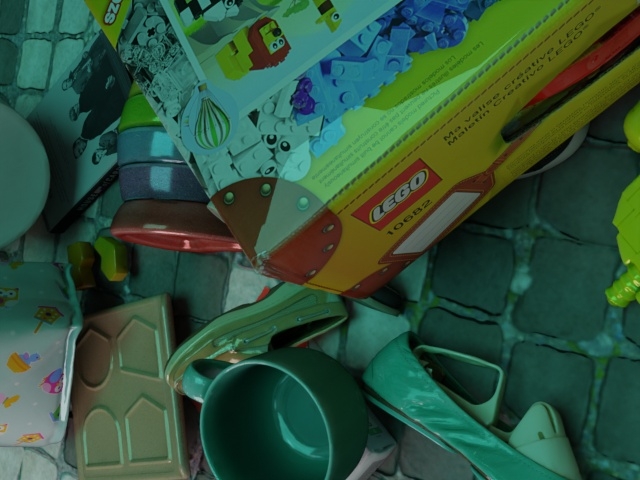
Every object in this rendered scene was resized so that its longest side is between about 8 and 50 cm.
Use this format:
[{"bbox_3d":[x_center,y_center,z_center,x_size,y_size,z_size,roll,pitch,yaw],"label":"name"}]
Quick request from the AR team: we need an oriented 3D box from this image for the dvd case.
[{"bbox_3d":[-0.320,-0.147,0.972,0.239,0.029,0.179,-38,66,29],"label":"dvd case"}]

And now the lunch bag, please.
[{"bbox_3d":[-0.417,0.158,0.870,0.160,0.223,0.262,59,139,45],"label":"lunch bag"}]

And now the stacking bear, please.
[{"bbox_3d":[-0.125,-0.139,0.759,0.175,0.164,0.289,0,82,36],"label":"stacking bear"}]

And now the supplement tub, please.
[{"bbox_3d":[-0.514,-0.097,0.958,0.316,0.228,0.228,13,94,47],"label":"supplement tub"}]

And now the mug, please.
[{"bbox_3d":[-0.031,0.147,0.627,0.129,0.097,0.158,-38,75,25],"label":"mug"}]

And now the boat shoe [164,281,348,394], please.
[{"bbox_3d":[-0.061,0.101,0.697,0.190,0.068,0.072,-34,57,-1],"label":"boat shoe"}]

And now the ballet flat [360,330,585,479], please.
[{"bbox_3d":[0.140,0.152,0.585,0.247,0.083,0.087,33,97,32],"label":"ballet flat"}]

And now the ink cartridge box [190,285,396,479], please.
[{"bbox_3d":[-0.054,0.185,0.741,0.224,0.056,0.181,47,112,27],"label":"ink cartridge box"}]

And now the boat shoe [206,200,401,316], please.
[{"bbox_3d":[0.000,0.000,0.650,0.065,0.206,0.075,-60,17,-9],"label":"boat shoe"}]

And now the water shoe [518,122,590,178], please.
[{"bbox_3d":[0.121,-0.087,0.615,0.203,0.080,0.073,-7,83,35],"label":"water shoe"}]

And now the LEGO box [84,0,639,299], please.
[{"bbox_3d":[0.088,-0.259,0.510,0.500,0.193,0.372,-40,68,13],"label":"LEGO box"}]

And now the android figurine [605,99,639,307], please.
[{"bbox_3d":[0.298,-0.021,0.458,0.273,0.056,0.248,-55,50,38],"label":"android figurine"}]

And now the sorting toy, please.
[{"bbox_3d":[-0.244,0.140,0.893,0.229,0.041,0.307,-17,76,38],"label":"sorting toy"}]
